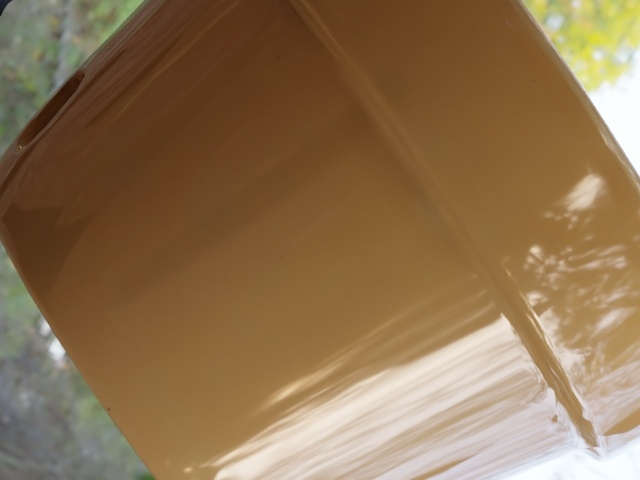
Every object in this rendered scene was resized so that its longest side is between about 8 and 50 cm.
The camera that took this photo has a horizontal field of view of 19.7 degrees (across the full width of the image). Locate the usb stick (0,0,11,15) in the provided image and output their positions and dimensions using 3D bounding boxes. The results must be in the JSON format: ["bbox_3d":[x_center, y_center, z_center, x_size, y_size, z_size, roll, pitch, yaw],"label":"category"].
[{"bbox_3d":[-0.204,-0.050,0.398,0.045,0.278,0.077,170,-96,-77],"label":"usb stick"}]

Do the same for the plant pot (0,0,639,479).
[{"bbox_3d":[0.000,0.000,0.756,0.203,0.291,0.291,-35,-163,-2],"label":"plant pot"}]
